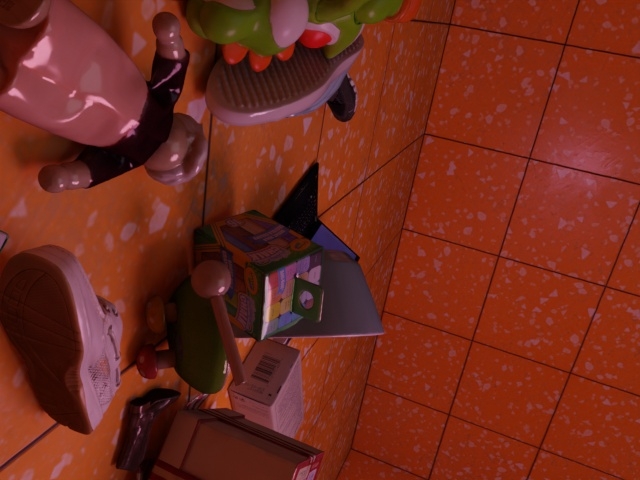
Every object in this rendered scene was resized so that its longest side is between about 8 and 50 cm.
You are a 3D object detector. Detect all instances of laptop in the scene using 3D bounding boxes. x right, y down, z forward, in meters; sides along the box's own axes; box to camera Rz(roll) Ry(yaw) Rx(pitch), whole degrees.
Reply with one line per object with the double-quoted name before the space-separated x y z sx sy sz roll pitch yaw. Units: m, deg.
"laptop" 0.000 0.000 1.307 0.234 0.136 0.265 -58 158 -44

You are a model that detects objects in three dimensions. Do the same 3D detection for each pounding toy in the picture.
"pounding toy" -0.200 0.131 0.796 0.237 0.110 0.183 -31 -115 60

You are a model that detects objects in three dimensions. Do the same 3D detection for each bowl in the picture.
"bowl" -0.031 0.106 1.103 0.311 0.311 0.163 24 64 -74

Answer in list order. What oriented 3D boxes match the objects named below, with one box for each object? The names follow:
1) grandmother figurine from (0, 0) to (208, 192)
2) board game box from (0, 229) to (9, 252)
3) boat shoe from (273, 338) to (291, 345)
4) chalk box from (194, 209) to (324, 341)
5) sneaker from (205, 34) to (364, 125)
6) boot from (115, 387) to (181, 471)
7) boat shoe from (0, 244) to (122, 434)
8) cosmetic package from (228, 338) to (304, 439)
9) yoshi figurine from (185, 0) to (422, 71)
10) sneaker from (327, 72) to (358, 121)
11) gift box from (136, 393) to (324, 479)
"grandmother figurine" -0.206 -0.138 0.564 0.208 0.104 0.342 -45 165 0
"board game box" -0.358 0.088 0.321 0.242 0.064 0.317 64 45 -67
"boat shoe" -0.077 0.219 1.434 0.038 0.046 0.125 79 35 -59
"chalk box" -0.085 0.061 0.891 0.132 0.213 0.133 -23 130 -43
"sneaker" -0.054 -0.240 0.907 0.366 0.135 0.150 -40 167 -43
"boot" -0.269 0.296 0.880 0.106 0.037 0.114 0 103 -60
"boat shoe" -0.263 0.096 0.605 0.096 0.098 0.277 -56 166 -46
"cosmetic package" -0.120 0.391 1.345 0.310 0.113 0.160 91 22 -45
"yoshi figurine" -0.014 -0.366 0.746 0.362 0.203 0.203 -28 97 -34
"sneaker" 0.022 -0.325 1.170 0.106 0.078 0.234 -61 156 -29
"gift box" -0.156 0.416 0.982 0.255 0.257 0.277 63 45 -68
